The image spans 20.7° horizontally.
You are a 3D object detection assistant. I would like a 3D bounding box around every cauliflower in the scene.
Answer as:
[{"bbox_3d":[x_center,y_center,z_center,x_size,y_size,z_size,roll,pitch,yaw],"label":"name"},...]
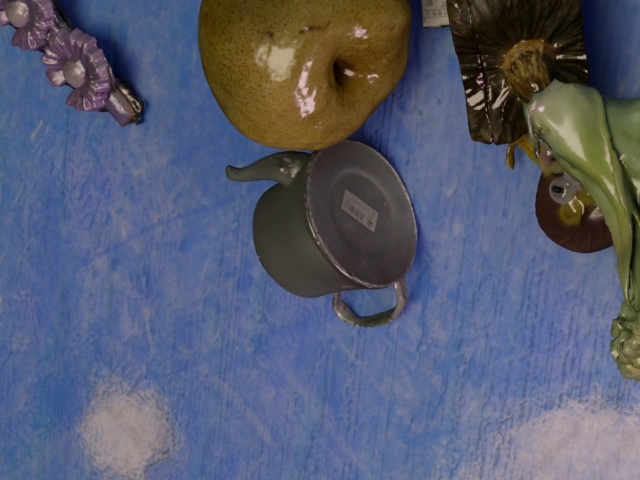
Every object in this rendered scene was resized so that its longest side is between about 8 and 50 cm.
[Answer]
[{"bbox_3d":[0.342,-0.031,1.535,0.327,0.260,0.281,-45,60,18],"label":"cauliflower"}]

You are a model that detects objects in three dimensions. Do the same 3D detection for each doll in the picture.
[{"bbox_3d":[0.245,-0.067,1.714,0.188,0.096,0.145,24,103,36],"label":"doll"}]

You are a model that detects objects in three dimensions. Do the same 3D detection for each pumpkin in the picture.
[{"bbox_3d":[0.187,-0.224,1.656,0.131,0.126,0.248,-6,83,10],"label":"pumpkin"}]

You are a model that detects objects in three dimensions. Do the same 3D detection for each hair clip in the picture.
[{"bbox_3d":[-0.306,-0.242,2.027,0.292,0.084,0.106,52,138,7],"label":"hair clip"}]

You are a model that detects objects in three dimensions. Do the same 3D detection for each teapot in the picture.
[{"bbox_3d":[0.000,0.000,1.847,0.149,0.162,0.239,-24,116,40],"label":"teapot"}]

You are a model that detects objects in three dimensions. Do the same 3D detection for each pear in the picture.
[{"bbox_3d":[-0.025,-0.211,1.781,0.228,0.188,0.211,-48,50,-3],"label":"pear"}]

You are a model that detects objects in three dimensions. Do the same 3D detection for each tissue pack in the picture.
[{"bbox_3d":[0.144,-0.246,1.766,0.083,0.042,0.062,-1,97,30],"label":"tissue pack"}]
